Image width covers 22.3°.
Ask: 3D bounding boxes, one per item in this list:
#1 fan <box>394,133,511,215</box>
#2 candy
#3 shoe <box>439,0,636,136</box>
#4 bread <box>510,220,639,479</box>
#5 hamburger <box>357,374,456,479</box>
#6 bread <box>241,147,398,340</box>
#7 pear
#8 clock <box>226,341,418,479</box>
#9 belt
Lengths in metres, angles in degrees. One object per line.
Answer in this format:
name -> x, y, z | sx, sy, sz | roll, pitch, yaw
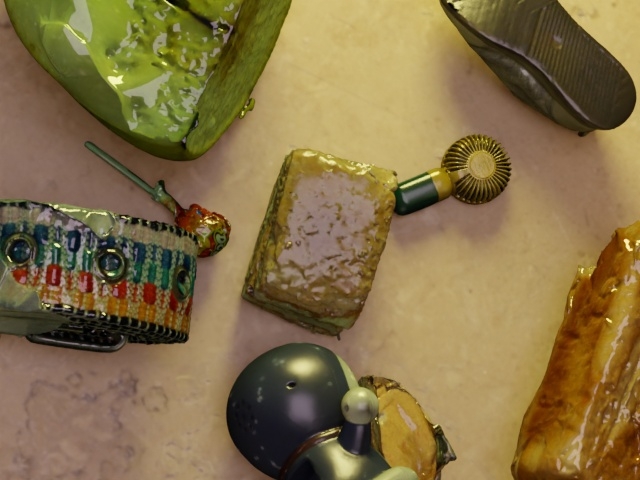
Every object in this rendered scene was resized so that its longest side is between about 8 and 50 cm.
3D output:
fan -> 0.152, -0.070, 1.900 | 0.155, 0.039, 0.082 | -23, 87, -11
candy -> -0.189, -0.051, 1.841 | 0.201, 0.060, 0.060 | 38, 78, 5
shoe -> 0.244, -0.223, 1.909 | 0.275, 0.098, 0.103 | 45, 70, 0
bread -> 0.349, 0.155, 1.851 | 0.195, 0.149, 0.344 | 28, 78, -17
hamburger -> 0.093, 0.240, 1.832 | 0.102, 0.087, 0.176 | 0, 71, -26
bread -> 0.000, 0.000, 1.834 | 0.138, 0.102, 0.196 | 20, 81, -4
pear -> -0.201, -0.283, 1.783 | 0.318, 0.238, 0.342 | 24, 85, 6
clock -> -0.001, 0.220, 1.750 | 0.146, 0.199, 0.243 | -8, 50, -38
belt -> -0.261, 0.040, 1.731 | 0.257, 0.207, 0.150 | 9, 79, -16
